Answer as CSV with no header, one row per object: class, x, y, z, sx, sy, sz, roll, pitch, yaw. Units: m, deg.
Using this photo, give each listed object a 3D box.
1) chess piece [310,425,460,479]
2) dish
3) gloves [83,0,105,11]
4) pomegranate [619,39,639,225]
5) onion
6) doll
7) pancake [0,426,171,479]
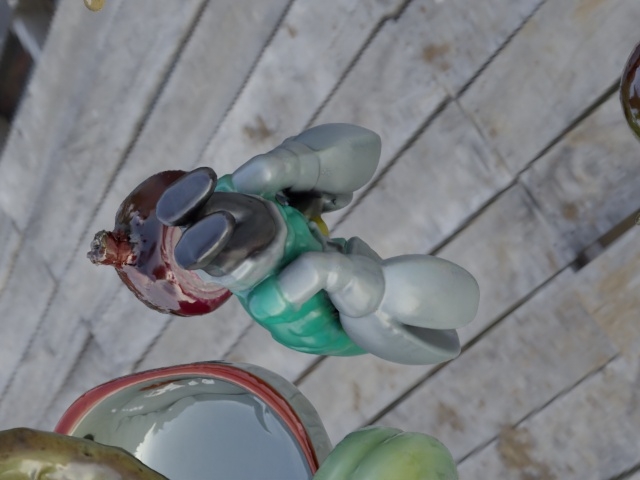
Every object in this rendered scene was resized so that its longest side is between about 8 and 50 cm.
chess piece,0.134,0.236,0.848,0.298,0.176,0.176,16,128,32
dish,-0.089,0.209,1.082,0.256,0.117,0.256,1,94,17
gloves,-0.163,-0.339,1.271,0.197,0.152,0.301,37,136,5
pomegranate,0.255,-0.085,0.901,0.129,0.129,0.159,45,117,18
onion,-0.195,0.007,1.547,0.135,0.198,0.173,-19,75,54
doll,0.010,0.018,0.914,0.153,0.258,0.195,-32,89,19
pancake,-0.157,0.217,0.809,0.235,0.212,0.029,62,146,24
